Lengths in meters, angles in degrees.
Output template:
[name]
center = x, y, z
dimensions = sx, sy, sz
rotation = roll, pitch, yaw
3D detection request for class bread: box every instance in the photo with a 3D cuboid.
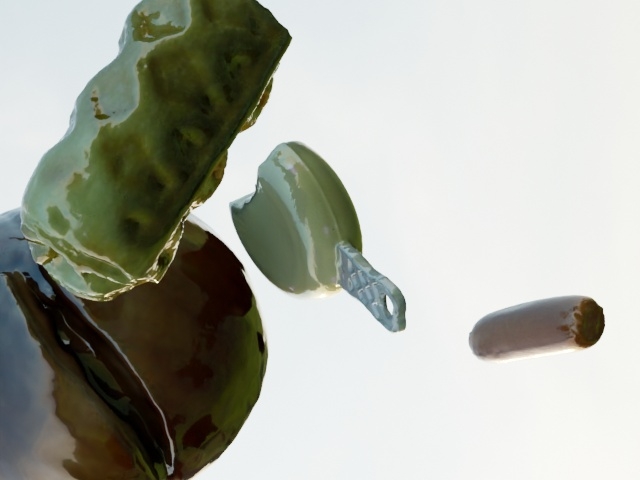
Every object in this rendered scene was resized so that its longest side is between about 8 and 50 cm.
[bread]
center = -0.139, -0.078, 1.374
dimensions = 0.152, 0.130, 0.267
rotation = 42, -107, -45

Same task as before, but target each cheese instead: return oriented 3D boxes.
[cheese]
center = 0.001, 0.017, 1.623
dimensions = 0.249, 0.071, 0.163
rotation = 55, 152, 26

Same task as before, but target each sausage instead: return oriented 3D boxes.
[sausage]
center = 0.268, 0.113, 2.152
dimensions = 0.076, 0.197, 0.076
rotation = 14, -110, -41

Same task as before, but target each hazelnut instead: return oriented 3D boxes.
[hazelnut]
center = -0.251, 0.132, 1.685
dimensions = 0.409, 0.359, 0.359
rotation = -49, 15, 44
